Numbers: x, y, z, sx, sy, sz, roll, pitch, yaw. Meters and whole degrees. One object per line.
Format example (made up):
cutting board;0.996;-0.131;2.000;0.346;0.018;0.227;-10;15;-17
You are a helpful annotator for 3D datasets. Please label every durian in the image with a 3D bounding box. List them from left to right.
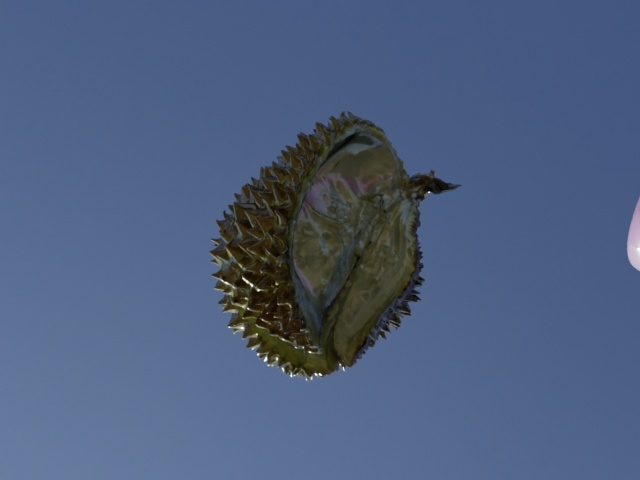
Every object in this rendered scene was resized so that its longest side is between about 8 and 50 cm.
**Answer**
durian;0.000;0.000;0.895;0.138;0.237;0.193;-9;-74;45

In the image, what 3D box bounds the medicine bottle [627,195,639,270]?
medicine bottle;0.430;0.010;0.855;0.316;0.202;0.202;33;-87;29
